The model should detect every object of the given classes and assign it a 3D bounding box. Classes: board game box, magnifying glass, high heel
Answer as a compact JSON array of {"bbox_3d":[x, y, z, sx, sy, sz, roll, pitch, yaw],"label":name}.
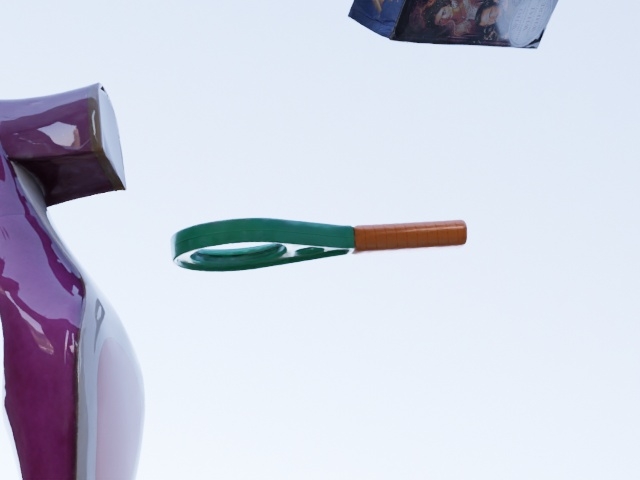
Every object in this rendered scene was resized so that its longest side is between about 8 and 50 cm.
[{"bbox_3d":[0.125,-0.241,0.830,0.042,0.165,0.243,39,-60,35],"label":"board game box"},{"bbox_3d":[0.000,0.000,1.009,0.231,0.026,0.092,-1,-15,-13],"label":"magnifying glass"},{"bbox_3d":[-0.220,0.055,0.875,0.181,0.377,0.127,-12,-40,5],"label":"high heel"}]
